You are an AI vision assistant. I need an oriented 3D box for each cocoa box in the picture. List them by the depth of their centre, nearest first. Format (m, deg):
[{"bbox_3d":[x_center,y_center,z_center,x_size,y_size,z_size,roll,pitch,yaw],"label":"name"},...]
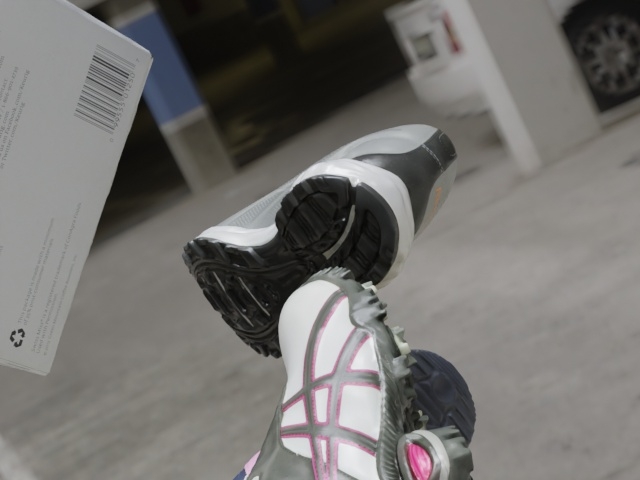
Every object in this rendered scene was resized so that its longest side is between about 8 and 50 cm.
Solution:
[{"bbox_3d":[-0.361,-0.074,1.650,0.228,0.347,0.231,10,-10,39],"label":"cocoa box"}]

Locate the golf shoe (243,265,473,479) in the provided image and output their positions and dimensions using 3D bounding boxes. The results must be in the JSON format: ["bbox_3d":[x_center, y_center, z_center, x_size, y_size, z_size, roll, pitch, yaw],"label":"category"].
[{"bbox_3d":[0.004,0.106,0.862,0.120,0.105,0.273,-20,31,-5],"label":"golf shoe"}]

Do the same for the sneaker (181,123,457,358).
[{"bbox_3d":[0.000,0.000,1.131,0.108,0.100,0.271,-40,7,-34],"label":"sneaker"}]

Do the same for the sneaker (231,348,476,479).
[{"bbox_3d":[-0.022,0.188,1.195,0.319,0.112,0.131,-36,2,-36],"label":"sneaker"}]
